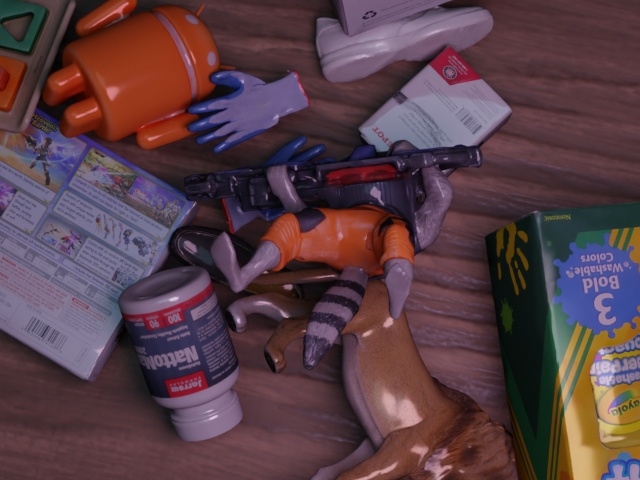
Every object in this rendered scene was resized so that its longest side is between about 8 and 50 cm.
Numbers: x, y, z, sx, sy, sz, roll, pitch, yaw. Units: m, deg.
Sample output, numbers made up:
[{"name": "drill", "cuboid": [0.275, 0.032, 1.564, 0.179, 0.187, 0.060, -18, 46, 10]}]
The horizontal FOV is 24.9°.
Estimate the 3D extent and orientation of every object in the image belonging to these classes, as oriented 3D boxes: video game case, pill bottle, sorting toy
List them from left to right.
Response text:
[{"name": "sorting toy", "cuboid": [-0.405, -0.228, 1.697, 0.196, 0.047, 0.348, 13, 72, 13]}, {"name": "video game case", "cuboid": [-0.318, -0.005, 1.700, 0.269, 0.061, 0.244, 30, 83, 5]}, {"name": "pill bottle", "cuboid": [-0.151, 0.129, 1.636, 0.108, 0.108, 0.180, -18, 106, -1]}]

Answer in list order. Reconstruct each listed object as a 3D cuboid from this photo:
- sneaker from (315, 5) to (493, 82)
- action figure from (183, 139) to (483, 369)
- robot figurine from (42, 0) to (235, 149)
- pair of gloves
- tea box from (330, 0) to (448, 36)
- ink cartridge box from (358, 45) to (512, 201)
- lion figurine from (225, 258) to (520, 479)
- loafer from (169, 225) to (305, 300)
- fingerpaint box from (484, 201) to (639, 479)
[{"name": "sneaker", "cuboid": [0.096, -0.260, 1.721, 0.212, 0.080, 0.094, -13, 71, 1]}, {"name": "action figure", "cuboid": [0.000, 0.000, 1.552, 0.341, 0.330, 0.179, -4, 104, 22]}, {"name": "robot figurine", "cuboid": [-0.211, -0.197, 1.677, 0.219, 0.128, 0.158, -27, 48, -20]}, {"name": "pair of gloves", "cuboid": [-0.066, -0.110, 1.683, 0.159, 0.023, 0.198, -25, 103, -24]}, {"name": "tea box", "cuboid": [0.123, -0.459, 1.641, 0.329, 0.220, 0.324, -18, 70, -1]}, {"name": "ink cartridge box", "cuboid": [0.133, -0.135, 1.705, 0.150, 0.063, 0.109, -42, 83, -3]}, {"name": "lion figurine", "cuboid": [0.068, 0.157, 1.601, 0.240, 0.142, 0.392, -23, 87, -19]}, {"name": "loafer", "cuboid": [-0.092, 0.029, 1.667, 0.170, 0.061, 0.062, 22, 87, -14]}, {"name": "fingerpaint box", "cuboid": [0.433, 0.141, 1.561, 0.444, 0.163, 0.371, -4, 82, -13]}]
